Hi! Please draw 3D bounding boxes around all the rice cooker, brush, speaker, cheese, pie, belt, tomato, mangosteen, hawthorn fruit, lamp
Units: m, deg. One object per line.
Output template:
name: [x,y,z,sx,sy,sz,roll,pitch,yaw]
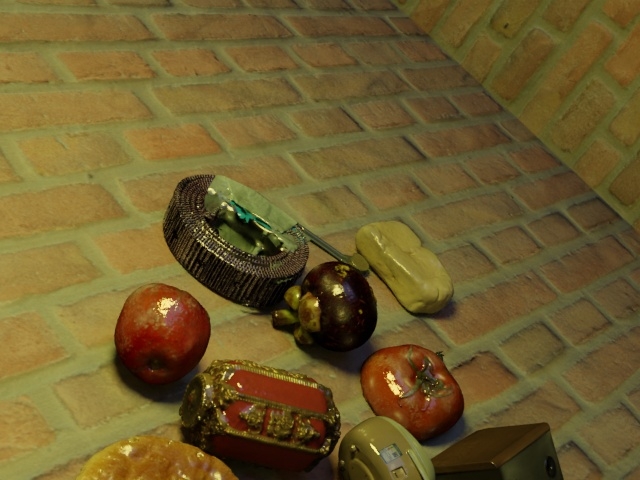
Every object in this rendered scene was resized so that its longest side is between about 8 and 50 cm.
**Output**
rice cooker: [0.119,0.417,1.797,0.127,0.145,0.206,-12,57,-35]
brush: [0.000,0.000,2.343,0.266,0.027,0.062,33,32,-2]
speaker: [0.330,0.451,1.872,0.231,0.193,0.153,-16,90,-52]
cheese: [0.203,0.062,2.388,0.159,0.093,0.263,-18,61,-49]
pie: [-0.228,0.440,1.511,0.340,0.083,0.339,21,35,-16]
belt: [-0.180,-0.005,2.104,0.325,0.122,0.260,37,39,9]
tomato: [0.202,0.302,2.068,0.237,0.095,0.236,24,34,-18]
mangosteen: [0.008,0.145,2.044,0.217,0.192,0.192,-19,50,-6]
hawthorn fruit: [-0.280,0.165,1.749,0.173,0.173,0.172,24,34,-17]
lamp: [-0.102,0.304,1.728,0.274,0.177,0.177,16,36,-24]

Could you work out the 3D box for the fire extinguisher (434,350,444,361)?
fire extinguisher: [0.259,0.274,2.221,0.038,0.025,0.083,6,36,-2]
